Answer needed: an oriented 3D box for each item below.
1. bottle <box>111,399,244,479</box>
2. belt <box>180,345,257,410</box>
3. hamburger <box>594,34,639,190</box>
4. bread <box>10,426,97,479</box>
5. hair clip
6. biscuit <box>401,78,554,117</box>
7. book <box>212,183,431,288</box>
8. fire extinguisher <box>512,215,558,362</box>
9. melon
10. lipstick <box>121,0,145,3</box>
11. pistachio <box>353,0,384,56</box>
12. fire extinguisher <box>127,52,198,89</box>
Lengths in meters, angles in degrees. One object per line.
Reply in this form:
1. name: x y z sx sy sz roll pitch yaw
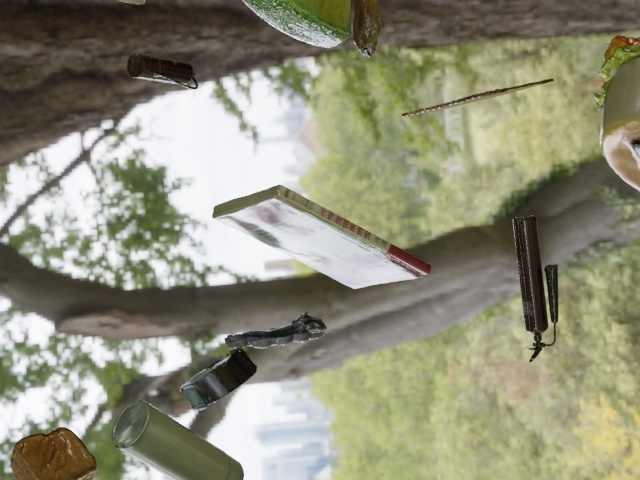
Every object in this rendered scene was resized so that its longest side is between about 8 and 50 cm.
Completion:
1. bottle: -0.194 0.296 1.450 0.201 0.072 0.072 42 -153 -37
2. belt: -0.169 0.234 1.745 0.058 0.140 0.105 56 -154 -4
3. hamburger: 0.514 -0.170 1.404 0.294 0.276 0.179 46 -120 -45
4. bread: -0.600 0.516 2.342 0.158 0.143 0.149 44 132 27
5. hair clip: -0.086 0.163 1.875 0.124 0.195 0.052 -4 -95 -69
6. biscuit: 0.298 -0.267 1.952 0.236 0.232 0.013 -7 97 47
7. book: 0.000 0.000 1.282 0.162 0.231 0.022 -15 52 55
8. fire extinguisher: 0.262 0.056 1.255 0.035 0.048 0.173 -37 -60 -82
9. melon: -0.093 -0.479 1.932 0.196 0.323 0.124 22 83 58
10. lipstick: -0.301 -0.574 1.787 0.087 0.087 0.327 -99 27 -65
11. pistachio: 0.103 -0.499 2.377 0.089 0.049 0.173 28 125 46
12. fire extinguisher: -0.267 -0.295 1.850 0.157 0.045 0.078 -1 -132 -55
